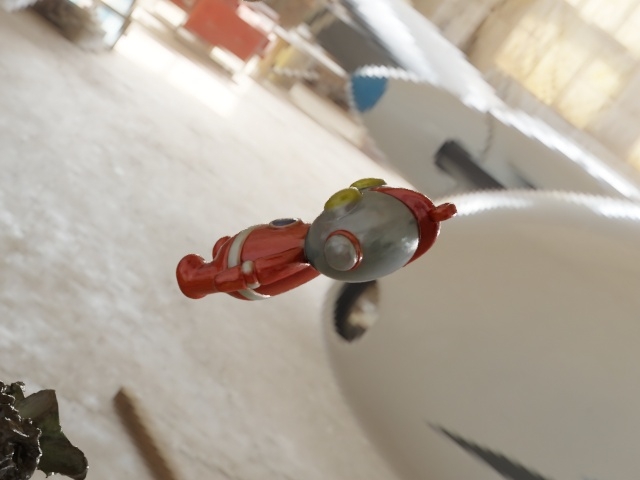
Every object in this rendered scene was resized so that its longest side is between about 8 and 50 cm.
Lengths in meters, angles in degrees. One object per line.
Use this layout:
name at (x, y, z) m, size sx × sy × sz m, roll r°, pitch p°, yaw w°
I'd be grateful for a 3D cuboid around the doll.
doll at (0.000, 0.000, 1.591) m, size 0.200 × 0.336 × 0.105 m, roll -28°, pitch 103°, yaw -55°

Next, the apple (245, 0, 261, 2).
apple at (-0.079, -0.316, 1.559) m, size 0.126 × 0.102 × 0.126 m, roll 43°, pitch 6°, yaw -6°

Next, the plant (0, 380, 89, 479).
plant at (-0.305, 0.176, 1.249) m, size 0.203 × 0.131 × 0.142 m, roll 1°, pitch 38°, yaw -43°
